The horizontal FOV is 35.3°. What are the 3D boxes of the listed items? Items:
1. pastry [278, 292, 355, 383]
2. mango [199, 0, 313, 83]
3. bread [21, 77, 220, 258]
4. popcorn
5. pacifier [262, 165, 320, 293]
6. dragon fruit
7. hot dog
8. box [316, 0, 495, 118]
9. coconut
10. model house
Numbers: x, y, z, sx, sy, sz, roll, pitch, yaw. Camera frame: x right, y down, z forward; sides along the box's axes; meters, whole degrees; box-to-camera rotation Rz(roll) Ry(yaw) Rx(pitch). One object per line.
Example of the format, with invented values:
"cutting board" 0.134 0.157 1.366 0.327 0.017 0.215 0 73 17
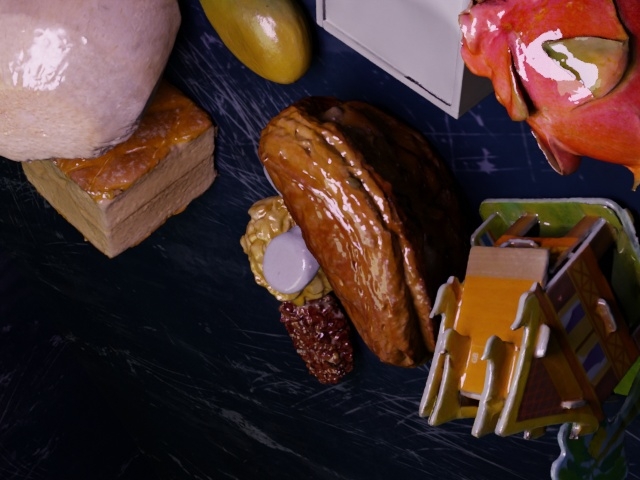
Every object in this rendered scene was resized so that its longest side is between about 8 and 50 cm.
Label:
"pastry" 0.001 0.171 1.872 0.115 0.097 0.209 21 141 53
"mango" -0.101 -0.319 1.402 0.237 0.091 0.137 48 148 15
"bread" -0.369 -0.162 1.800 0.279 0.279 0.207 37 153 19
"popcorn" -0.059 0.017 1.724 0.163 0.140 0.194 -13 113 54
"pacifier" 0.000 0.000 1.540 0.279 0.207 0.227 31 162 32
"dragon fruit" 0.253 -0.175 0.923 0.227 0.224 0.224 43 152 15
"hot dog" 0.077 -0.020 1.309 0.174 0.267 0.388 -27 96 32
"box" 0.111 -0.292 1.072 0.225 0.117 0.225 40 153 27
"coconut" -0.404 -0.328 1.570 0.415 0.415 0.345 36 156 24
"model house" 0.265 0.170 1.253 0.242 0.313 0.358 7 133 54
